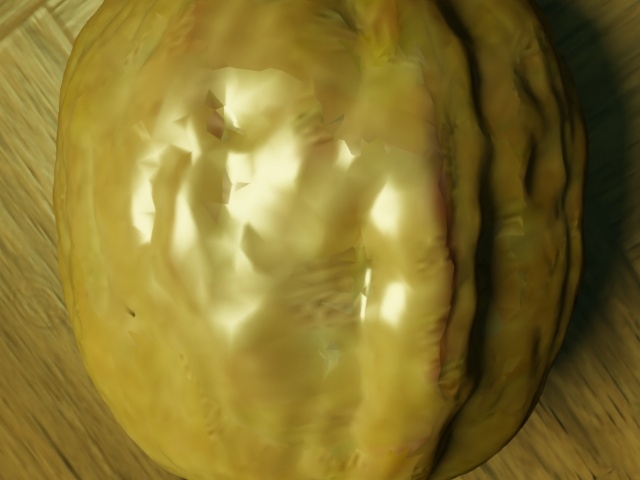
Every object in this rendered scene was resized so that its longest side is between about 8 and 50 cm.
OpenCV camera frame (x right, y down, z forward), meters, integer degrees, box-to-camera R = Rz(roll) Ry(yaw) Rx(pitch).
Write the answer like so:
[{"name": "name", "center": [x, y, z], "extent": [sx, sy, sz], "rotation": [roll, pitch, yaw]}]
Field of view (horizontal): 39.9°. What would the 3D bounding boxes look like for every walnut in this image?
[{"name": "walnut", "center": [-0.002, 0.000, 0.521], "extent": [0.306, 0.306, 0.343], "rotation": [5, 97, 9]}]
